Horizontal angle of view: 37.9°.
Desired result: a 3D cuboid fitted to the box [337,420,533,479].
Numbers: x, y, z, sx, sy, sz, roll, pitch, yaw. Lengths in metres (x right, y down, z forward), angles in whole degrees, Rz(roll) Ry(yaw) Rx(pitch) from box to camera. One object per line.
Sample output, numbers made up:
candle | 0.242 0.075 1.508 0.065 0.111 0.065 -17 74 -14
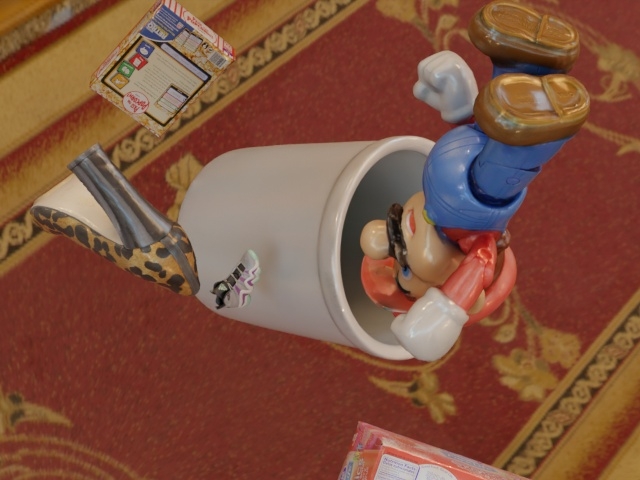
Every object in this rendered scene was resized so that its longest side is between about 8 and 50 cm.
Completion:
box | 0.174 0.364 1.230 0.299 0.142 0.154 20 88 -10

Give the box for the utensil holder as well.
utensil holder | 0.000 0.000 1.491 0.327 0.385 0.328 -5 98 -45

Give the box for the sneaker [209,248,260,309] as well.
sneaker | -0.125 0.059 1.306 0.069 0.098 0.038 -11 39 -37

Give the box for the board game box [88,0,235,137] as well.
board game box | -0.255 -0.278 1.500 0.146 0.193 0.045 36 26 -28

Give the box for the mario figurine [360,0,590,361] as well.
mario figurine | 0.096 -0.034 0.775 0.170 0.321 0.198 36 53 17

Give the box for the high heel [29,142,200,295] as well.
high heel | -0.232 0.005 1.052 0.093 0.261 0.186 -42 99 -26
